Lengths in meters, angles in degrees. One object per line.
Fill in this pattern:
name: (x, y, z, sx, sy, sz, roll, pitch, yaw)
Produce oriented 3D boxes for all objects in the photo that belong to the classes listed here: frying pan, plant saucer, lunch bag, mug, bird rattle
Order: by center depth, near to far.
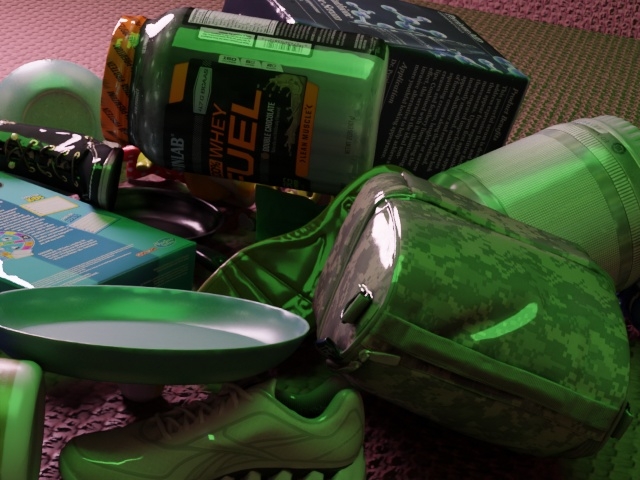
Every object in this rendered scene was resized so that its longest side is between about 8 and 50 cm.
plant saucer: (-0.170, 0.089, 1.337, 0.318, 0.043, 0.317, 5, 8, -1)
lunch bag: (0.148, 0.086, 1.410, 0.305, 0.212, 0.256, 23, 13, -13)
mug: (-0.177, 0.134, 1.453, 0.078, 0.064, 0.062, 11, 21, 8)
frying pan: (-0.175, -0.007, 1.822, 0.326, 0.053, 0.197, 21, 25, 31)
plant saucer: (-0.367, -0.157, 1.946, 0.195, 0.195, 0.037, 0, -1, -18)
bird rattle: (-0.185, -0.102, 1.971, 0.207, 0.143, 0.253, 31, -18, -4)

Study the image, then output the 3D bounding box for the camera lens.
camera lens: (0.265, -0.015, 1.692, 0.274, 0.219, 0.219, -23, 32, -20)

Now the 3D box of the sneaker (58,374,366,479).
sneaker: (-0.096, 0.180, 1.297, 0.292, 0.118, 0.110, -1, 25, -18)

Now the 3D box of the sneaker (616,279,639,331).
sneaker: (0.421, 0.055, 1.793, 0.131, 0.112, 0.296, -16, 29, -40)

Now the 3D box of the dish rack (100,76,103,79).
dish rack: (-0.256, -0.259, 2.406, 0.272, 0.074, 0.208, 9, 21, 3)

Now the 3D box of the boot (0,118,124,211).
boot: (-0.349, -0.100, 1.814, 0.179, 0.085, 0.236, 11, 9, -11)

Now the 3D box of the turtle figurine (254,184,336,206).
turtle figurine: (0.008, -0.053, 1.946, 0.269, 0.087, 0.217, 8, 0, 38)

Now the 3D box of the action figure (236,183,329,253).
action figure: (0.000, 0.000, 1.812, 0.232, 0.137, 0.063, 2, 8, -37)

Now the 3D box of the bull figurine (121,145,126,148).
bull figurine: (-0.394, -0.164, 2.057, 0.310, 0.101, 0.188, -6, 2, -19)

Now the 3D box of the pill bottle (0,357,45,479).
pill bottle: (-0.373, 0.167, 1.184, 0.265, 0.153, 0.153, 5, 22, -6)

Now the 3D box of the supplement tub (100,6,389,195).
supplement tub: (-0.092, -0.177, 1.754, 0.338, 0.207, 0.207, 9, 22, 3)

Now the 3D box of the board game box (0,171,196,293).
board game box: (-0.358, 0.020, 1.661, 0.336, 0.079, 0.254, 19, 24, 27)

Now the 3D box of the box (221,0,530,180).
box: (0.061, -0.241, 2.119, 0.395, 0.212, 0.293, 10, 24, -25)

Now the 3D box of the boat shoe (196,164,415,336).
boat shoe: (-0.015, 0.046, 1.607, 0.341, 0.110, 0.121, -34, 75, -22)
